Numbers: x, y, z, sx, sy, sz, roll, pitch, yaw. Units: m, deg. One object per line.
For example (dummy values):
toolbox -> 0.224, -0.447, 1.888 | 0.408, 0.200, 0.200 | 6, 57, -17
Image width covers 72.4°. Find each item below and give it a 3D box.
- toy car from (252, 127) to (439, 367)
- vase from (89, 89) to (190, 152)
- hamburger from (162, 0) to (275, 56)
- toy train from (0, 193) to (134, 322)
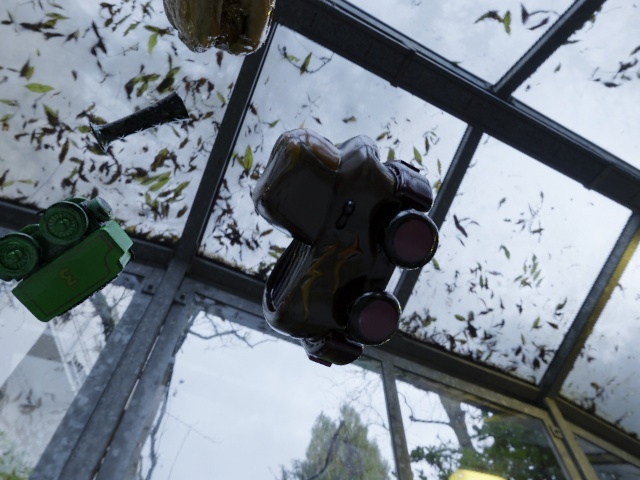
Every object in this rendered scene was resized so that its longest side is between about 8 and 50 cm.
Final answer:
toy car -> 0.000, 0.000, 0.661 | 0.240, 0.271, 0.340 | 23, -89, -16
vase -> -0.327, -0.217, 0.796 | 0.167, 0.059, 0.059 | -27, -60, -13
hamburger -> -0.092, -0.242, 0.383 | 0.083, 0.147, 0.138 | -14, -41, -30
toy train -> -0.500, 0.028, 0.862 | 0.243, 0.132, 0.188 | -37, -71, -5
